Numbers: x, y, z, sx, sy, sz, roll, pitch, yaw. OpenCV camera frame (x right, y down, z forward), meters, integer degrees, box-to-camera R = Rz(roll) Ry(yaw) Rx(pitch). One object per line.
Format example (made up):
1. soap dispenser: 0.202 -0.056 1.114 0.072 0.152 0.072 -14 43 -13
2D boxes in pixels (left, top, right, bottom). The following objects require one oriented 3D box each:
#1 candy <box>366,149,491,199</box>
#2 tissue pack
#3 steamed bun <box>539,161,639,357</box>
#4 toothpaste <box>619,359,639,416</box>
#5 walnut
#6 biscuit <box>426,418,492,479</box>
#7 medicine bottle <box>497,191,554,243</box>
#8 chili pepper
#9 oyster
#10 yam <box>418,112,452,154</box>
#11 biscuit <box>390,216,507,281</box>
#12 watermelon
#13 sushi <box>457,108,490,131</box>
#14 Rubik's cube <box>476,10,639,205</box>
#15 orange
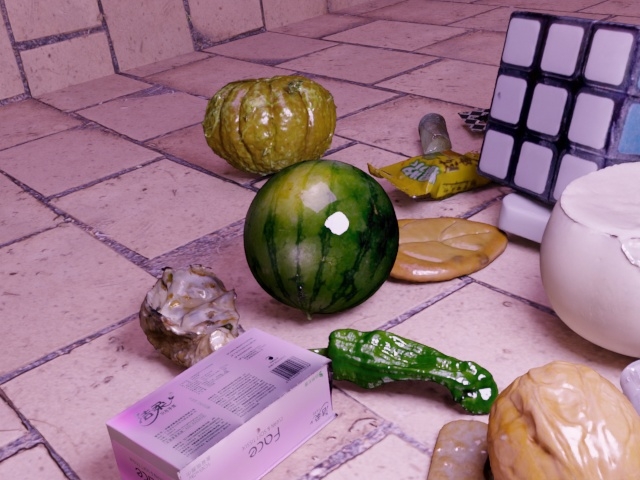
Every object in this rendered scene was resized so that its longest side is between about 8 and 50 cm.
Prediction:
1. candy: 0.252 -0.134 1.619 0.297 0.081 0.187 -9 24 -28
2. tissue pack: -0.115 0.216 0.989 0.148 0.092 0.246 18 36 39
3. steamed bun: 0.455 0.031 1.073 0.324 0.206 0.324 -7 23 3
4. toothpaste: 0.383 0.246 0.829 0.100 0.066 0.323 -1 31 3
5. walnut: 0.252 0.215 0.827 0.159 0.159 0.207 -8 25 -1
6. biscuit: 0.162 0.252 0.924 0.071 0.018 0.147 -1 28 20
7. medicine bottle: 0.397 -0.028 1.355 0.183 0.069 0.119 22 24 40
8. chili pepper: 0.104 0.165 1.054 0.257 0.074 0.100 6 29 25
9. oyster: -0.184 0.117 1.242 0.166 0.094 0.294 13 18 1
10. yam: 0.257 -0.235 1.833 0.068 0.068 0.169 -5 25 6
11. biscuit: 0.195 0.006 1.381 0.260 0.041 0.203 -7 25 -9
12. watermelon: 0.001 -0.005 1.246 0.242 0.242 0.242 -6 26 3
13. sushi: 0.398 -0.277 1.923 0.120 0.026 0.126 -8 30 -7
14. Rubik's cube: 0.493 -0.208 1.371 0.305 0.301 0.304 0 19 -27
15. orange: -0.117 -0.252 1.799 0.301 0.223 0.300 0 12 15
